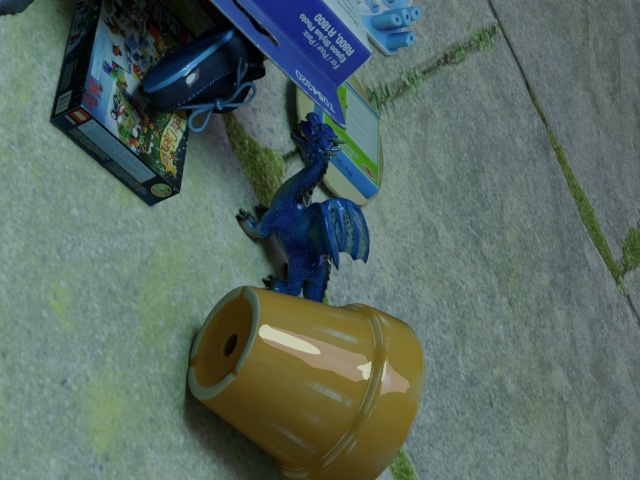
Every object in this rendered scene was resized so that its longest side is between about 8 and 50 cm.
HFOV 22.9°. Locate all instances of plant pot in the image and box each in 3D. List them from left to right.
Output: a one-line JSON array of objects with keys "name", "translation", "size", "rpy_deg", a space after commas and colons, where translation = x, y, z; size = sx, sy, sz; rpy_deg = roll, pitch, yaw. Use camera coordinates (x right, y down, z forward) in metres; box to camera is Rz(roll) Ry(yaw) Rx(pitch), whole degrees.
[{"name": "plant pot", "translation": [-0.028, 0.142, 1.648], "size": [0.188, 0.205, 0.205], "rpy_deg": [27, 46, -28]}]

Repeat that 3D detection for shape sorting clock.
[{"name": "shape sorting clock", "translation": [0.025, -0.145, 2.071], "size": [0.206, 0.040, 0.206], "rpy_deg": [42, 38, -44]}]

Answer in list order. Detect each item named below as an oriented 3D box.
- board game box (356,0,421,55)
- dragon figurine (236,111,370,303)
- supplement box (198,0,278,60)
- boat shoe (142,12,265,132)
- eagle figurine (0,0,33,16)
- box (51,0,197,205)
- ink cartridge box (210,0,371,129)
[{"name": "board game box", "translation": [0.060, -0.529, 2.259], "size": [0.390, 0.050, 0.390], "rpy_deg": [39, 59, -41]}, {"name": "dragon figurine", "translation": [0.000, 0.000, 1.821], "size": [0.085, 0.144, 0.289], "rpy_deg": [-14, 82, -61]}, {"name": "supplement box", "translation": [-0.092, -0.320, 1.932], "size": [0.188, 0.104, 0.081], "rpy_deg": [52, 32, -25]}, {"name": "boat shoe", "translation": [-0.105, -0.182, 1.722], "size": [0.089, 0.109, 0.258], "rpy_deg": [66, 29, -13]}, {"name": "eagle figurine", "translation": [-0.307, -0.327, 1.542], "size": [0.298, 0.225, 0.226], "rpy_deg": [-16, 38, -32]}, {"name": "box", "translation": [-0.204, -0.175, 1.703], "size": [0.159, 0.044, 0.233], "rpy_deg": [42, 37, -38]}, {"name": "ink cartridge box", "translation": [-0.066, -0.328, 1.731], "size": [0.324, 0.071, 0.330], "rpy_deg": [41, 23, -41]}]
